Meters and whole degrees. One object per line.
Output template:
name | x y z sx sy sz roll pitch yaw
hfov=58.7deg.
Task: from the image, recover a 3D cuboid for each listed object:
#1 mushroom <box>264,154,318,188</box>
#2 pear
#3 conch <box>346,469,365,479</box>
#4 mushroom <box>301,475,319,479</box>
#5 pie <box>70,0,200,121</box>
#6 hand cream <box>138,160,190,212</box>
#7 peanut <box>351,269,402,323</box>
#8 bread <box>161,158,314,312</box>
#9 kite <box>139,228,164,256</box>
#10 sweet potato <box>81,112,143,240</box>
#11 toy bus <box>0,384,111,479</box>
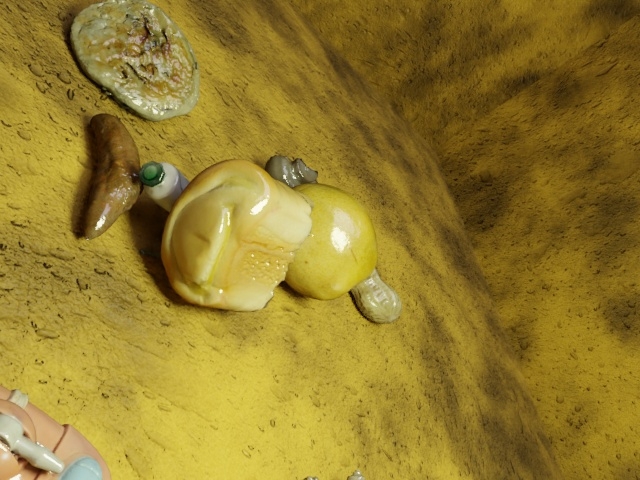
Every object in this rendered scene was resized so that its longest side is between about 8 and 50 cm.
mushroom | -0.091 -0.162 1.709 0.188 0.141 0.117 30 58 -39
pear | 0.000 0.000 1.513 0.314 0.314 0.314 41 30 -30
conch | 0.055 0.585 1.150 0.178 0.163 0.245 13 55 -6
mushroom | -0.001 0.615 0.975 0.177 0.126 0.397 10 51 -39
pie | -0.441 -0.447 1.401 0.339 0.077 0.339 17 60 -33
hand cream | -0.295 -0.087 1.255 0.336 0.076 0.121 53 22 -71
peanut | 0.141 0.144 1.782 0.298 0.120 0.136 51 21 -6
bread | -0.193 -0.013 1.182 0.211 0.316 0.270 31 7 38
kite | -0.325 0.032 1.219 0.156 0.011 0.139 12 47 -57
sweet potato | -0.415 -0.129 1.153 0.114 0.092 0.342 8 49 -26
toy bus | -0.363 0.275 0.628 0.288 0.232 0.194 47 25 -17
